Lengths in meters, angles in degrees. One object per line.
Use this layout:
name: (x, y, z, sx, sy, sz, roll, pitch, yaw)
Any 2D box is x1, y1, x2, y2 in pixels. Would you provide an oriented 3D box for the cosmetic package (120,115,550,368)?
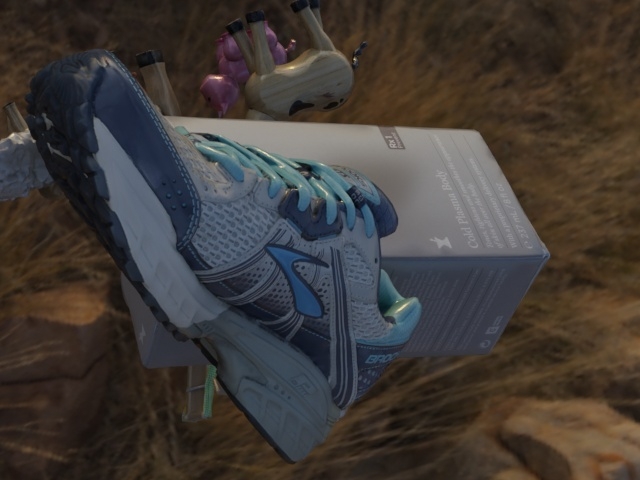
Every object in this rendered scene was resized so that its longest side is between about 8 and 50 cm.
cosmetic package: (0.000, 0.000, 0.787, 0.237, 0.107, 0.127, 1, 45, -26)

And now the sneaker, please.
sneaker: (-0.035, -0.009, 0.617, 0.122, 0.110, 0.283, -39, 141, -4)

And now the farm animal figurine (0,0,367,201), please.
farm animal figurine: (-0.148, -0.107, 1.286, 0.326, 0.330, 0.172, -23, 95, -52)

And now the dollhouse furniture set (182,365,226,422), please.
dollhouse furniture set: (-0.080, 0.134, 1.227, 0.058, 0.151, 0.076, 7, 76, -25)
